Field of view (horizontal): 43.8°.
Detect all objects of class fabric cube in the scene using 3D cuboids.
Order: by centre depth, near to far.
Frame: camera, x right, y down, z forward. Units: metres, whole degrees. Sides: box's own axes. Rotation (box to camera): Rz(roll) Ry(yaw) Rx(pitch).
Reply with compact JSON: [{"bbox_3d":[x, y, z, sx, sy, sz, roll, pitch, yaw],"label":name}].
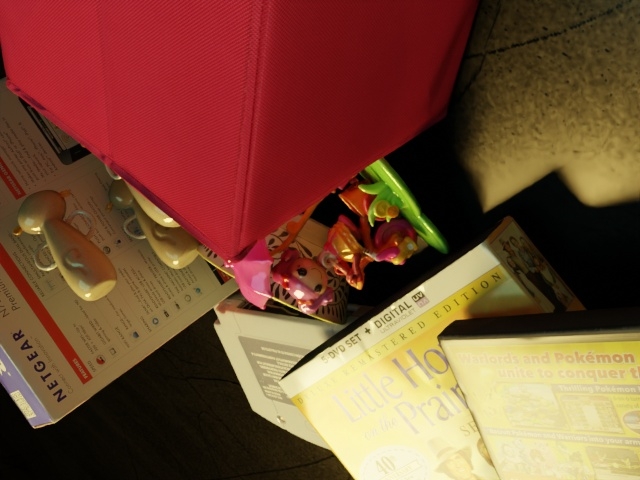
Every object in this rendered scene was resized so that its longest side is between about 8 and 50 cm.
[{"bbox_3d":[-0.050,-0.194,0.531,0.259,0.254,0.258,36,140,22],"label":"fabric cube"}]

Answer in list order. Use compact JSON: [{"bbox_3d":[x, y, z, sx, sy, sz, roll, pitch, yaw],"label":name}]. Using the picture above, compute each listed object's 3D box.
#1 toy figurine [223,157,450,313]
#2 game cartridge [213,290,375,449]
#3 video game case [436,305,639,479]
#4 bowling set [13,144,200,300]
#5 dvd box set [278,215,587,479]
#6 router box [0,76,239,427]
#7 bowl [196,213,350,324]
[{"bbox_3d":[0.000,0.000,0.687,0.173,0.159,0.130,47,179,-16],"label":"toy figurine"},{"bbox_3d":[0.001,0.160,0.937,0.294,0.060,0.196,3,118,47],"label":"game cartridge"},{"bbox_3d":[0.238,0.162,0.559,0.275,0.035,0.248,-11,108,50],"label":"video game case"},{"bbox_3d":[-0.162,-0.063,0.837,0.154,0.287,0.200,47,177,17],"label":"bowling set"},{"bbox_3d":[0.185,0.221,0.721,0.420,0.062,0.308,51,131,1],"label":"dvd box set"},{"bbox_3d":[-0.274,-0.021,0.881,0.082,0.301,0.335,-25,99,53],"label":"router box"},{"bbox_3d":[-0.031,0.011,0.804,0.170,0.080,0.170,27,-178,-1],"label":"bowl"}]
